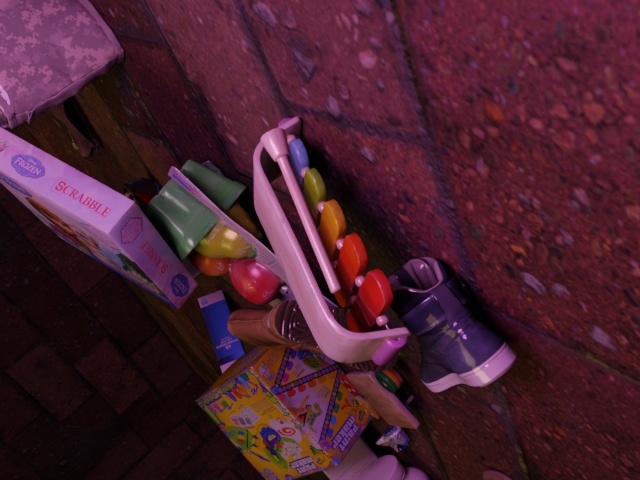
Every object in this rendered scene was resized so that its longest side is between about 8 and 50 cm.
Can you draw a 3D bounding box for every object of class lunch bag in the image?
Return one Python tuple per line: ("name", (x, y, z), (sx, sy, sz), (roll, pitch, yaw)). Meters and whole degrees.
("lunch bag", (-0.508, -0.341, 1.101), (0.287, 0.235, 0.169), (47, 155, 2))

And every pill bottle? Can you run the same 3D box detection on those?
("pill bottle", (0.226, 0.655, 1.508), (0.323, 0.181, 0.181), (51, 160, -7))

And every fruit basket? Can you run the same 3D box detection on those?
("fruit basket", (-0.145, 0.014, 1.199), (0.353, 0.165, 0.327), (35, 162, -9))

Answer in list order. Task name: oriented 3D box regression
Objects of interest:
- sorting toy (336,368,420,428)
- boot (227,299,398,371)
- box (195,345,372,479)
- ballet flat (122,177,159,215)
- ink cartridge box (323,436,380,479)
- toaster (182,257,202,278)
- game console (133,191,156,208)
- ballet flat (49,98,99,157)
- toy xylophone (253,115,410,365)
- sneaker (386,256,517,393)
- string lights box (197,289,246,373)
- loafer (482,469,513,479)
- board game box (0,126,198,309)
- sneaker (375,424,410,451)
("sorting toy", (0.123, 0.289, 1.244), (0.132, 0.046, 0.274), (49, 159, -2))
("boot", (-0.021, 0.162, 1.147), (0.236, 0.089, 0.269), (24, 163, -16))
("box", (-0.085, 0.380, 1.505), (0.279, 0.177, 0.290), (50, 136, -3))
("ballet flat", (-0.451, -0.013, 1.583), (0.095, 0.096, 0.280), (14, 105, 42))
("ink cartridge box", (0.123, 0.625, 1.695), (0.306, 0.131, 0.226), (52, 170, -7))
("toaster", (-0.394, 0.025, 1.717), (0.168, 0.110, 0.185), (33, 155, 37))
("game console", (-0.320, -0.036, 1.393), (0.144, 0.085, 0.124), (8, -163, -48))
("ballet flat", (-0.626, -0.309, 1.663), (0.058, 0.084, 0.249), (-5, 137, 8))
("toy xylophone", (0.000, 0.000, 0.767), (0.236, 0.081, 0.322), (118, 130, -72))
("sneaker", (0.139, 0.106, 0.827), (0.163, 0.086, 0.226), (48, 162, 6))
("string lights box", (-0.258, 0.284, 1.822), (0.133, 0.077, 0.259), (83, 164, -58))
("loafer", (0.327, 0.442, 1.105), (0.148, 0.050, 0.056), (25, 150, 47))
("board game box", (-0.395, -0.031, 1.130), (0.319, 0.066, 0.318), (27, 160, 20))
("sneaker", (0.161, 0.437, 1.433), (0.058, 0.052, 0.135), (40, 159, 11))
